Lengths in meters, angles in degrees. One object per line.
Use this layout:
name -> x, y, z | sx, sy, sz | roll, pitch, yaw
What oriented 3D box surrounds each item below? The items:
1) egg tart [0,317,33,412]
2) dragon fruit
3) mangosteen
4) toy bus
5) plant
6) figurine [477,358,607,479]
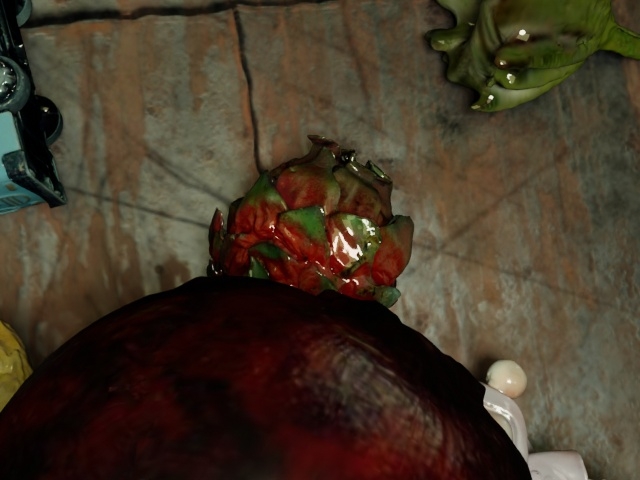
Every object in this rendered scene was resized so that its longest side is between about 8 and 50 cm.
egg tart -> -0.320, 0.188, 0.682 | 0.288, 0.118, 0.288 | -10, 67, 24
dragon fruit -> -0.006, 0.007, 0.759 | 0.189, 0.182, 0.182 | -39, 88, -2
mangosteen -> -0.039, 0.235, 0.543 | 0.381, 0.381, 0.421 | 7, 96, -6
toy bus -> -0.337, -0.149, 0.757 | 0.165, 0.133, 0.271 | -17, 81, -4
plant -> 0.281, -0.219, 0.831 | 0.333, 0.180, 0.251 | 15, 91, -8
figurine -> 0.148, 0.210, 0.766 | 0.276, 0.133, 0.200 | 27, 67, -7
